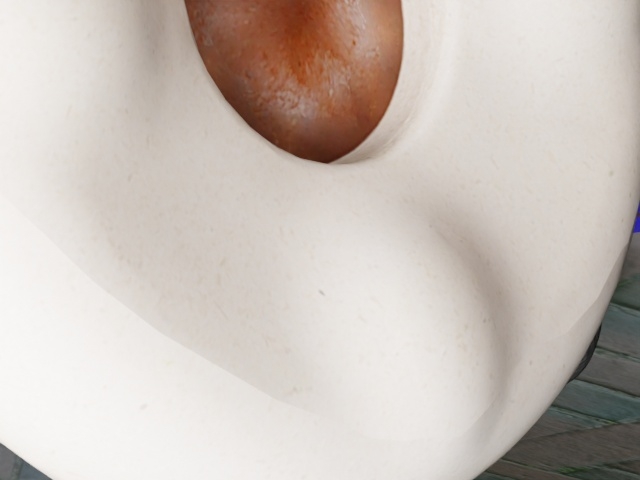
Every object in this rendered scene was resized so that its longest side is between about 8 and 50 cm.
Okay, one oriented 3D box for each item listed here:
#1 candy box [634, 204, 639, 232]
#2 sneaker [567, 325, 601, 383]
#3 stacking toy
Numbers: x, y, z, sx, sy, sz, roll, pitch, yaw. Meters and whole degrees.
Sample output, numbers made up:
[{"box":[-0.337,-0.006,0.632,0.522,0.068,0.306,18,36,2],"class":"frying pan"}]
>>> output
[{"box":[0.051,-0.090,0.817,0.268,0.122,0.317,27,156,-38],"class":"candy box"},{"box":[0.000,-0.001,1.143,0.447,0.169,0.257,23,170,-10],"class":"sneaker"},{"box":[-0.139,-0.061,0.589,0.350,0.351,0.480,25,158,-38],"class":"stacking toy"}]
